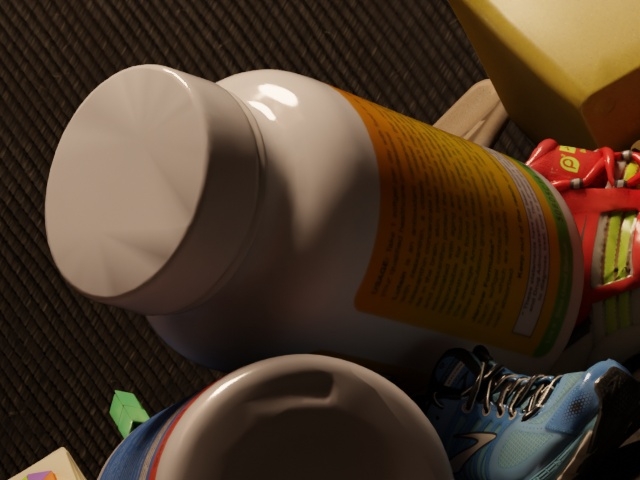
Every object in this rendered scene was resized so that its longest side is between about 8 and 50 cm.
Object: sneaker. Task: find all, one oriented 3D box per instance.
[{"bbox_3d":[0.159,-0.010,0.881,0.279,0.118,0.107,-36,1,23],"label":"sneaker"},{"bbox_3d":[0.074,0.078,0.732,0.063,0.073,0.162,-35,-1,-33],"label":"sneaker"}]

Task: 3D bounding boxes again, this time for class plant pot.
[{"bbox_3d":[0.231,-0.147,1.243,0.212,0.212,0.187,-30,46,6],"label":"plant pot"}]

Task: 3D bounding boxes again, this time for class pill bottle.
[{"bbox_3d":[0.000,0.000,0.790,0.136,0.136,0.246,-35,-33,30],"label":"pill bottle"},{"bbox_3d":[-0.035,0.125,0.755,0.124,0.124,0.221,-36,1,-22],"label":"pill bottle"}]

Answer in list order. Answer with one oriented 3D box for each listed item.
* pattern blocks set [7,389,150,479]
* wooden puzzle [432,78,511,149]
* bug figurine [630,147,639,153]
[{"bbox_3d":[-0.240,0.231,1.246,0.325,0.026,0.285,-39,38,-16],"label":"pattern blocks set"},{"bbox_3d":[0.046,0.031,1.400,0.322,0.080,0.348,-46,6,19],"label":"wooden puzzle"},{"bbox_3d":[0.254,-0.050,1.051,0.216,0.072,0.279,-36,0,32],"label":"bug figurine"}]
